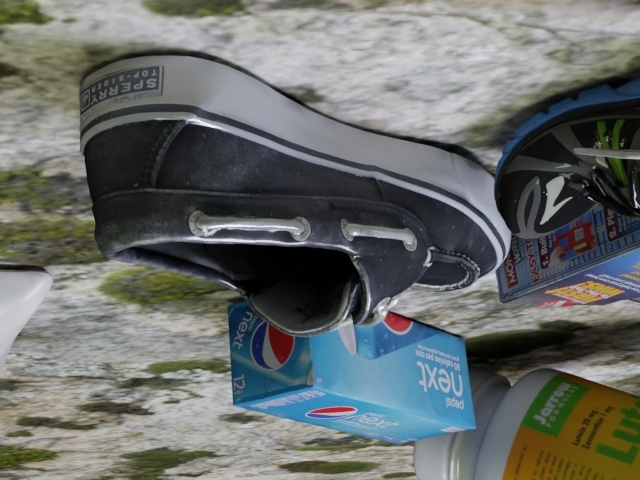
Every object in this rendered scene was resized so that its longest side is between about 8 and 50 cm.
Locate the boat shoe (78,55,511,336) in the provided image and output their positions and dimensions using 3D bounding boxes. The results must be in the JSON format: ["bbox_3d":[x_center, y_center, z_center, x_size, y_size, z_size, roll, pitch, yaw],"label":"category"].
[{"bbox_3d":[0.000,0.000,0.844,0.108,0.102,0.301,-16,159,32],"label":"boat shoe"}]

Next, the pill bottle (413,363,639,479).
[{"bbox_3d":[0.200,0.176,1.275,0.245,0.136,0.136,18,173,28],"label":"pill bottle"}]

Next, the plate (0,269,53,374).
[{"bbox_3d":[-0.330,0.074,1.096,0.278,0.045,0.277,3,161,-19],"label":"plate"}]

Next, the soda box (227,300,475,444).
[{"bbox_3d":[0.025,0.089,1.177,0.067,0.071,0.210,-16,159,30],"label":"soda box"}]

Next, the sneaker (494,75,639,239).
[{"bbox_3d":[0.155,-0.034,0.814,0.067,0.078,0.188,12,157,-41],"label":"sneaker"}]

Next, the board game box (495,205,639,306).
[{"bbox_3d":[0.203,-0.006,0.945,0.194,0.060,0.194,-17,158,38],"label":"board game box"}]

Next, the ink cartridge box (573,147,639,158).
[{"bbox_3d":[0.207,-0.069,0.685,0.198,0.067,0.115,-4,-177,-4],"label":"ink cartridge box"}]
